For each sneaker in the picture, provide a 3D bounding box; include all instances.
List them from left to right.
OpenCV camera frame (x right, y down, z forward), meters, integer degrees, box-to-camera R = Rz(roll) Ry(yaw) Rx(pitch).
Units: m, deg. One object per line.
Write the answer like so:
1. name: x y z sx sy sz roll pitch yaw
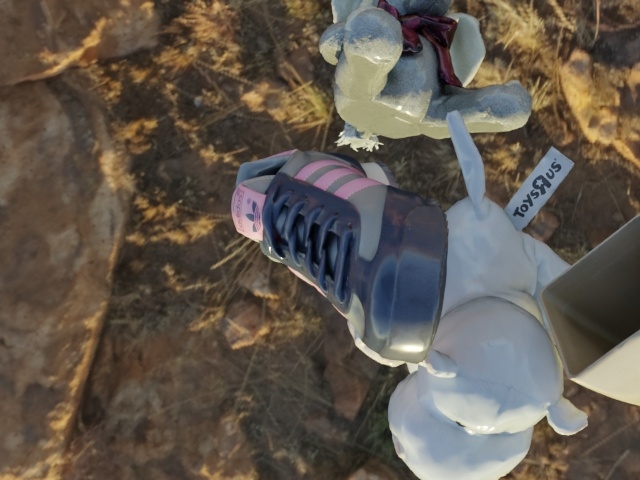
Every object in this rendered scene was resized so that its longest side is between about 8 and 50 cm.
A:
1. sneaker: 0.000 0.000 0.581 0.131 0.319 0.112 9 100 -9

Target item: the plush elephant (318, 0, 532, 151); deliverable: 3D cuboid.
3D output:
1. plush elephant: 0.130 -0.280 1.128 0.271 0.255 0.330 20 166 -16

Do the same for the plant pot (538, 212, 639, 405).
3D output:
1. plant pot: 0.252 0.066 0.629 0.096 0.109 0.109 37 116 -21

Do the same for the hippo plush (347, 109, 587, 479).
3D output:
1. hippo plush: 0.167 0.094 0.720 0.234 0.237 0.294 18 122 -13
